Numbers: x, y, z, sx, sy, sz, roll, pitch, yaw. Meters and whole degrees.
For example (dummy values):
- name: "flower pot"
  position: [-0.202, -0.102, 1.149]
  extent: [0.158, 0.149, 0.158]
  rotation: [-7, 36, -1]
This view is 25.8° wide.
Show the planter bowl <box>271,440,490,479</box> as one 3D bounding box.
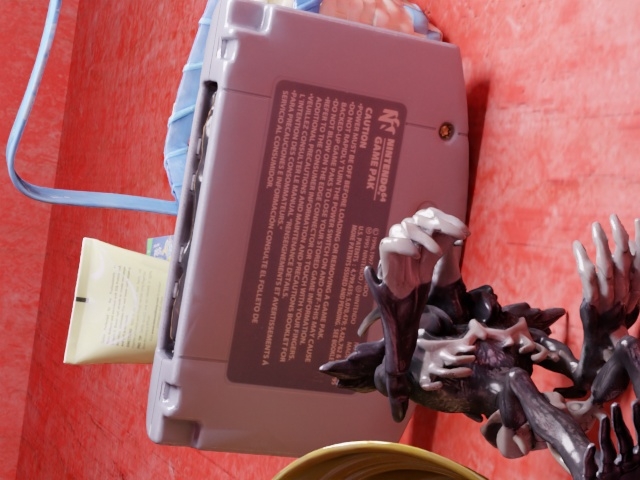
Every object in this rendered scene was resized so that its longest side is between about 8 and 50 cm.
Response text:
- name: "planter bowl"
  position: [0.066, 0.201, 0.801]
  extent: [0.217, 0.090, 0.217]
  rotation: [9, 109, 28]

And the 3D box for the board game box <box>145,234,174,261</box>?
- name: "board game box"
  position: [-0.060, 0.018, 1.193]
  extent: [0.201, 0.136, 0.035]
  rotation: [175, 101, -70]

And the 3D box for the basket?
- name: "basket"
  position: [-0.070, -0.131, 1.049]
  extent: [0.201, 0.288, 0.255]
  rotation: [-118, 42, -61]

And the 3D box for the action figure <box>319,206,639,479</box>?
- name: "action figure"
  position: [0.107, 0.050, 0.727]
  extent: [0.275, 0.164, 0.141]
  rotation: [35, 127, 57]

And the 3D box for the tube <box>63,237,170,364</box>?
- name: "tube"
  position: [-0.070, 0.060, 1.055]
  extent: [0.062, 0.240, 0.070]
  rotation: [121, 149, -42]

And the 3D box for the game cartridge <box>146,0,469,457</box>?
- name: "game cartridge"
  position: [0.000, 0.000, 0.949]
  extent: [0.062, 0.198, 0.297]
  rotation: [15, 95, 62]
